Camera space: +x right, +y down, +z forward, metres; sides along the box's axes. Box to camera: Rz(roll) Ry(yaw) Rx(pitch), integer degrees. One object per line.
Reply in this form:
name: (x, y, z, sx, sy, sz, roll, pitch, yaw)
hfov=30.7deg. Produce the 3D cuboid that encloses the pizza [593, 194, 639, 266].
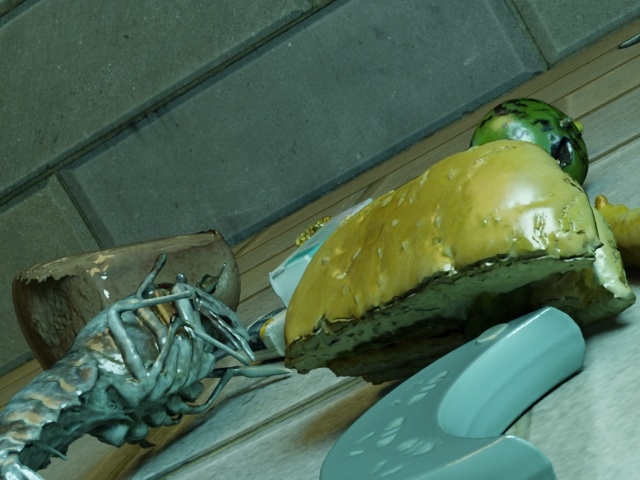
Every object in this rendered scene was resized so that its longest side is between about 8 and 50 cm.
pizza: (0.258, -0.032, 0.703, 0.134, 0.056, 0.271, -41, 9, -18)

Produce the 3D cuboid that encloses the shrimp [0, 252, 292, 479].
shrimp: (-0.163, 0.128, 1.020, 0.410, 0.166, 0.221, -29, -25, -54)

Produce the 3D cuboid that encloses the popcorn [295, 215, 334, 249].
popcorn: (0.000, 0.000, 1.807, 0.082, 0.057, 0.083, -29, 8, 29)

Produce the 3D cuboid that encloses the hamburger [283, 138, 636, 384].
hamburger: (0.077, 0.013, 0.741, 0.124, 0.130, 0.262, 14, -24, -37)

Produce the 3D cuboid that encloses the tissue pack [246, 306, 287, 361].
tissue pack: (-0.042, 0.095, 1.217, 0.062, 0.042, 0.083, -30, 5, -26)

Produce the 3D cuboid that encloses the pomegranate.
pomegranate: (0.196, -0.068, 1.151, 0.122, 0.122, 0.161, -37, -21, -52)

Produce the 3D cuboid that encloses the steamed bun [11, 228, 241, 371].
steamed bun: (-0.244, 0.104, 1.515, 0.252, 0.199, 0.301, -13, 3, -36)

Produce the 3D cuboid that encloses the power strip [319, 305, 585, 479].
power strip: (0.069, 0.097, 0.598, 0.137, 0.044, 0.216, -29, 6, 20)

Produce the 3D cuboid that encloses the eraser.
eraser: (0.025, 0.032, 1.158, 0.052, 0.095, 0.225, -28, 6, 23)

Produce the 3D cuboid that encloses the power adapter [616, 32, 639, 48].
power adapter: (0.427, -0.232, 1.263, 0.205, 0.130, 0.125, -30, 6, 16)

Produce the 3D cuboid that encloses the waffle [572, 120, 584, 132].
waffle: (0.182, -0.067, 1.391, 0.260, 0.069, 0.293, -35, 8, -31)
